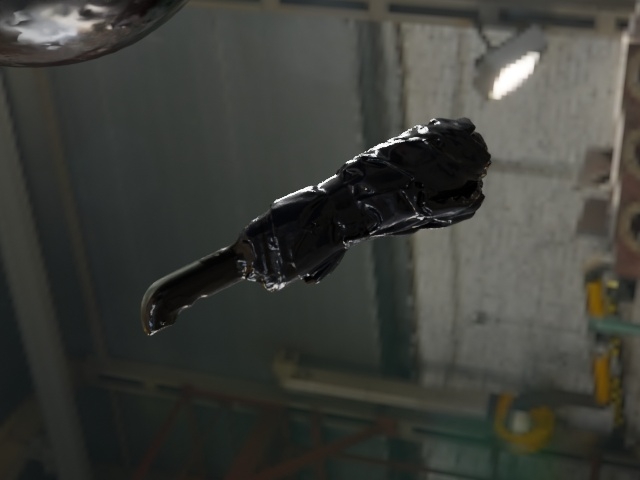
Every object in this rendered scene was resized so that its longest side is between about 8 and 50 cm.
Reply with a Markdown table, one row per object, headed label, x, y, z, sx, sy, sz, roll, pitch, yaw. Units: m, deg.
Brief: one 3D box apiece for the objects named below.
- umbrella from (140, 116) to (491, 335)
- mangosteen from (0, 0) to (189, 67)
| label | x | y | z | sx | sy | sz | roll | pitch | yaw |
| --- | --- | --- | --- | --- | --- | --- | --- | --- | --- |
| umbrella | -0.003 | -0.007 | 0.971 | 0.071 | 0.248 | 0.071 | 156 | 90 | -81 |
| mangosteen | -0.198 | -0.251 | 0.860 | 0.307 | 0.346 | 0.307 | -174 | 90 | -85 |
